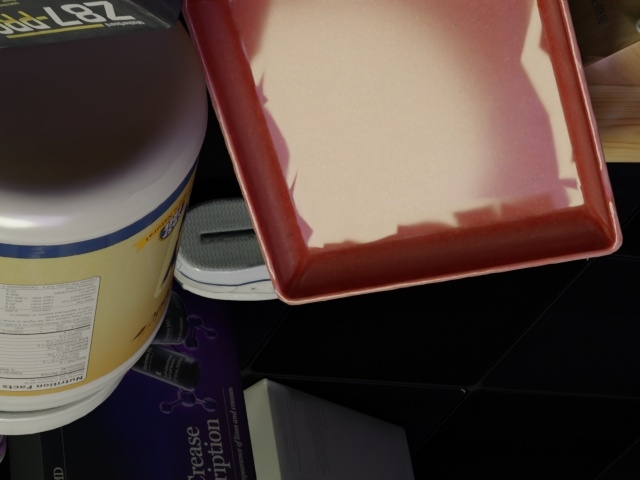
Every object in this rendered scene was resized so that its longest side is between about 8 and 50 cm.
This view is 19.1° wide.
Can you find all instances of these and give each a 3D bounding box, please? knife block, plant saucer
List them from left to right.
[{"bbox_3d":[0.061,-0.092,1.336,0.259,0.048,0.258,-10,117,15],"label":"plant saucer"},{"bbox_3d":[0.235,-0.110,1.438,0.275,0.088,0.242,-25,145,22],"label":"knife block"}]

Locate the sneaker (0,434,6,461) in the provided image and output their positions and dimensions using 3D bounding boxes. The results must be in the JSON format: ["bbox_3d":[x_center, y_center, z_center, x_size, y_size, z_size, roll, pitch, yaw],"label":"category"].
[{"bbox_3d":[-0.409,0.200,1.649,0.152,0.114,0.305,-20,172,29],"label":"sneaker"}]

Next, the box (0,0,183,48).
[{"bbox_3d":[-0.306,-0.194,0.989,0.395,0.097,0.318,-1,158,40],"label":"box"}]

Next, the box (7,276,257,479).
[{"bbox_3d":[-0.160,0.154,1.574,0.184,0.261,0.103,2,146,-21],"label":"box"}]

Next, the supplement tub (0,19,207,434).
[{"bbox_3d":[-0.206,-0.023,1.312,0.228,0.228,0.316,-2,148,-13],"label":"supplement tub"}]

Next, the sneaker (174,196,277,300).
[{"bbox_3d":[0.000,0.000,1.561,0.258,0.094,0.091,1,165,-10],"label":"sneaker"}]

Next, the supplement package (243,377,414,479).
[{"bbox_3d":[-0.020,0.272,1.867,0.149,0.194,0.203,-33,142,32],"label":"supplement package"}]
